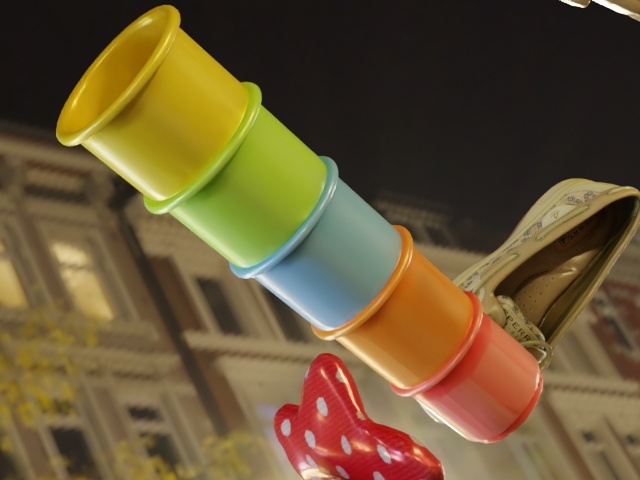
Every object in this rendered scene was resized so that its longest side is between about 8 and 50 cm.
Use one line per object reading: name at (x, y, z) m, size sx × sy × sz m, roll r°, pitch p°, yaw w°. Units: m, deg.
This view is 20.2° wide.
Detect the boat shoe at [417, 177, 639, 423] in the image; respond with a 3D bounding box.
boat shoe at (0.192, 0.051, 1.672) m, size 0.104 × 0.089 × 0.285 m, roll 43°, pitch -106°, yaw -19°

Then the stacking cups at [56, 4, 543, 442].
stacking cups at (0.000, 0.000, 1.015) m, size 0.096 × 0.096 × 0.316 m, roll -41°, pitch -63°, yaw 20°

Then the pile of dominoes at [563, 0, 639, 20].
pile of dominoes at (0.245, -0.113, 1.042) m, size 0.196 × 0.251 × 0.040 m, roll -90°, pitch 25°, yaw -82°

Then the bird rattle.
bird rattle at (0.074, 0.148, 0.817) m, size 0.207 × 0.143 × 0.253 m, roll 14°, pitch -32°, yaw 15°
